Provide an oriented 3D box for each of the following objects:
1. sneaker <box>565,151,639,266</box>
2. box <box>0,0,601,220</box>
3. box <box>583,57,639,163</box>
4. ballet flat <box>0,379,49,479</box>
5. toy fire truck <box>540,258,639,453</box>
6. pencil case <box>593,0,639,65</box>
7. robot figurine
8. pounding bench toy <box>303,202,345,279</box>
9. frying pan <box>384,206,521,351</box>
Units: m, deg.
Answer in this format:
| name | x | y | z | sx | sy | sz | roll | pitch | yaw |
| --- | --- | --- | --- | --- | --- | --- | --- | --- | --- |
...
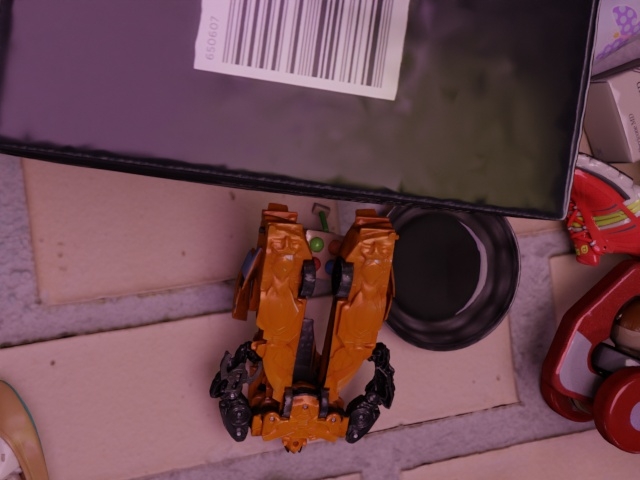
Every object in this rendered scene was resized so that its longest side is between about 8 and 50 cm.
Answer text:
| name | x | y | z | sx | sy | sz | roll | pitch | yaw |
| --- | --- | --- | --- | --- | --- | --- | --- | --- | --- |
| sneaker | 0.332 | -0.031 | 1.454 | 0.279 | 0.107 | 0.118 | 28 | 93 | -15 |
| box | -0.067 | -0.196 | 1.126 | 0.480 | 0.472 | 0.297 | 7 | 94 | -17 |
| box | 0.460 | -0.191 | 1.481 | 0.275 | 0.094 | 0.113 | -23 | 100 | -14 |
| ballet flat | -0.327 | 0.264 | 1.284 | 0.073 | 0.080 | 0.232 | -32 | 107 | -52 |
| toy fire truck | 0.424 | 0.135 | 1.451 | 0.302 | 0.169 | 0.254 | 23 | 90 | -18 |
| pencil case | 0.341 | -0.276 | 1.428 | 0.273 | 0.113 | 0.124 | -31 | 93 | -13 |
| robot figurine | -0.011 | 0.105 | 1.331 | 0.211 | 0.085 | 0.291 | 4 | 117 | -13 |
| pounding bench toy | 0.000 | 0.000 | 1.374 | 0.052 | 0.065 | 0.083 | 9 | 91 | -17 |
| frying pan | 0.123 | -0.027 | 1.416 | 0.197 | 0.053 | 0.326 | -22 | 99 | -15 |
